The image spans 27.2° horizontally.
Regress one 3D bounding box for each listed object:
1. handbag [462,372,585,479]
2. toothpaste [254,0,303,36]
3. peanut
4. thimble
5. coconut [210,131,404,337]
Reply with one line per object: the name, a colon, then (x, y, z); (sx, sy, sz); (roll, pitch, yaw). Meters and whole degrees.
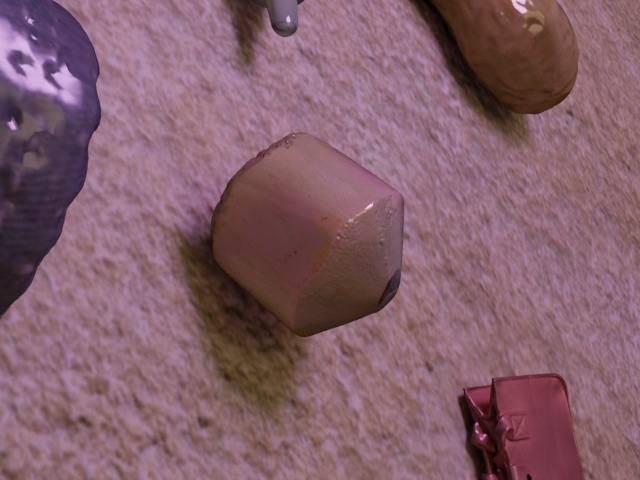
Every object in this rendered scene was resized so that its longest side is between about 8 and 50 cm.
handbag: (0.222, 0.248, 1.375); (0.157, 0.059, 0.212); (6, 68, -55)
toothpaste: (-0.054, -0.360, 1.300); (0.099, 0.061, 0.392); (19, 52, -41)
peanut: (0.209, -0.280, 1.576); (0.319, 0.148, 0.147); (53, 36, -28)
thimble: (-0.249, -0.062, 0.736); (0.172, 0.205, 0.236); (28, 75, -40)
coconut: (0.000, 0.000, 1.090); (0.153, 0.147, 0.147); (38, 29, 15)
